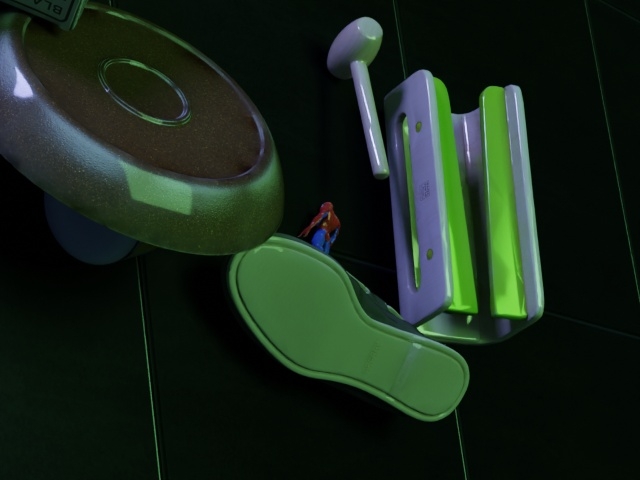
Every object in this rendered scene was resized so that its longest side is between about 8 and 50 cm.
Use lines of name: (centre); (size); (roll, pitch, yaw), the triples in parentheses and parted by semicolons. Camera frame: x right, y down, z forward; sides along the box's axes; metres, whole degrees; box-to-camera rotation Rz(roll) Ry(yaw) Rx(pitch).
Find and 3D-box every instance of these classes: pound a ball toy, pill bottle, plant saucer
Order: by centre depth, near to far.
plant saucer: (-0.156, -0.109, 1.631); (0.310, 0.050, 0.310); (25, 30, -16)
pill bottle: (-0.147, -0.043, 1.699); (0.184, 0.103, 0.103); (-19, 89, -57)
pound a ball toy: (0.105, -0.058, 2.083); (0.208, 0.136, 0.319); (7, 66, -27)

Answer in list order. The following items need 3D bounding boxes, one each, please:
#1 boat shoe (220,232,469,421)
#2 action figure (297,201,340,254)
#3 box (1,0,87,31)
boat shoe: (0.007, 0.083, 1.893); (0.335, 0.095, 0.112); (33, 84, -39)
action figure: (0.000, 0.000, 1.962); (0.038, 0.030, 0.115); (56, 30, -31)
box: (-0.234, -0.327, 1.665); (0.169, 0.087, 0.290); (24, 47, -6)
